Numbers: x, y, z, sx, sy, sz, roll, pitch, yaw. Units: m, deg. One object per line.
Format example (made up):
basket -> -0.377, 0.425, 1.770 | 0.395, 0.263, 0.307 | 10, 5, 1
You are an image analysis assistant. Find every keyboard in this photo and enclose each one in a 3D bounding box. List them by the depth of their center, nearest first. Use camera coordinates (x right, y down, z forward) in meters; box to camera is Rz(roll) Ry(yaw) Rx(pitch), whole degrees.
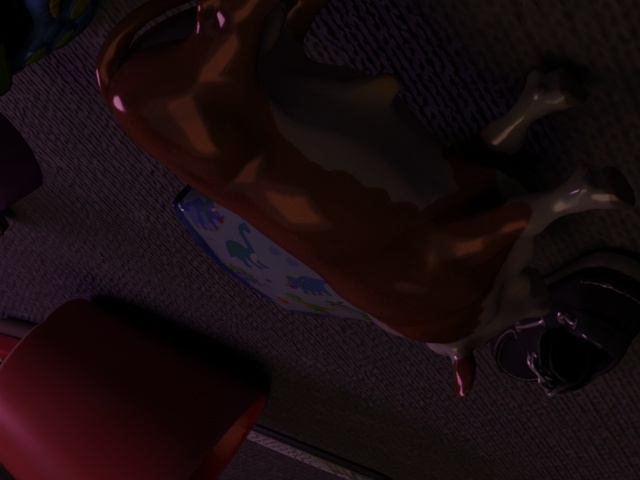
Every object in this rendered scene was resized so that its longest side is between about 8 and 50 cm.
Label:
keyboard -> -0.023, 0.278, 1.433 | 0.256, 0.014, 0.072 | 18, 154, 22

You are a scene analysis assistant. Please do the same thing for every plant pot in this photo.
plant pot -> -0.234, 0.212, 1.249 | 0.243, 0.275, 0.275 | 34, 157, 8

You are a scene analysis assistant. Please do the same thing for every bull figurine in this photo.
bull figurine -> 0.037, -0.034, 0.576 | 0.310, 0.101, 0.188 | 31, 132, -24

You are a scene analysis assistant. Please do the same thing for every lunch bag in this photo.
lunch bag -> 0.000, 0.000, 0.745 | 0.129, 0.096, 0.151 | 3, 137, 43

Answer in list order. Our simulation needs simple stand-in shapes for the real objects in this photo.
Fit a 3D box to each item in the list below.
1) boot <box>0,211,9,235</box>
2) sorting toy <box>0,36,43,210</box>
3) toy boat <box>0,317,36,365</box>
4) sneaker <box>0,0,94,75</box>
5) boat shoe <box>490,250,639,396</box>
boot -> -0.443, 0.012, 1.099 | 0.189, 0.208, 0.076 | 31, 157, -8
sorting toy -> -0.271, -0.130, 0.637 | 0.127, 0.126, 0.365 | 37, 151, 31
toy boat -> -0.387, 0.206, 1.505 | 0.231, 0.151, 0.151 | 9, 150, 37
sneaker -> -0.182, -0.159, 0.677 | 0.078, 0.067, 0.188 | 52, 156, -1
boat shoe -> 0.158, 0.070, 0.753 | 0.075, 0.065, 0.206 | 29, 157, -2
